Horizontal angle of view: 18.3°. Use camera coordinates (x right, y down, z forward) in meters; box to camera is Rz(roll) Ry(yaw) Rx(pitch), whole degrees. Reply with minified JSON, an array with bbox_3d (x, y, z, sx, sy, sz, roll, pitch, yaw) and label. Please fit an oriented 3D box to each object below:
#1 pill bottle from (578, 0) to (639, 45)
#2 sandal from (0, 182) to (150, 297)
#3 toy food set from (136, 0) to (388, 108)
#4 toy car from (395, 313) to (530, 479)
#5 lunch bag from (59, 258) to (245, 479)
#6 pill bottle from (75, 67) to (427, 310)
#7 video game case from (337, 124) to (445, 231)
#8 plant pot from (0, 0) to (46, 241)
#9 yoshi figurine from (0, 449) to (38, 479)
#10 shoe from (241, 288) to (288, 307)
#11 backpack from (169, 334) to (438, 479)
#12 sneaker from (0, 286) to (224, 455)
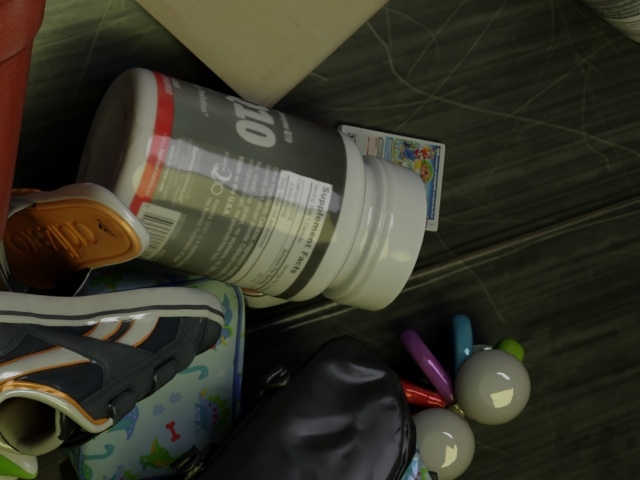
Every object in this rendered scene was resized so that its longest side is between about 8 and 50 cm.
[{"bbox_3d":[0.310,-0.283,1.857,0.318,0.176,0.176,29,99,-36],"label":"pill bottle"},{"bbox_3d":[-0.235,0.009,1.665,0.102,0.265,0.076,49,63,-14],"label":"sandal"},{"bbox_3d":[-0.062,-0.273,1.726,0.220,0.092,0.306,-41,126,10],"label":"toy food set"},{"bbox_3d":[0.120,0.152,2.016,0.136,0.159,0.182,44,90,-1],"label":"toy car"},{"bbox_3d":[-0.158,0.119,1.861,0.176,0.090,0.219,-9,118,-24],"label":"lunch bag"},{"bbox_3d":[-0.061,-0.039,1.758,0.283,0.161,0.161,16,106,-22],"label":"pill bottle"},{"bbox_3d":[0.065,-0.059,1.919,0.122,0.011,0.087,9,84,-32],"label":"video game case"},{"bbox_3d":[-0.340,-0.123,1.547,0.272,0.272,0.265,-10,127,-24],"label":"plant pot"},{"bbox_3d":[-0.360,0.220,1.761,0.204,0.203,0.362,7,100,-10],"label":"yoshi figurine"},{"bbox_3d":[0.000,0.000,1.902,0.178,0.063,0.081,-18,125,-16],"label":"shoe"},{"bbox_3d":[-0.013,0.300,1.912,0.290,0.273,0.355,-45,171,-24],"label":"backpack"},{"bbox_3d":[-0.202,0.111,1.654,0.321,0.126,0.127,-1,71,-46],"label":"sneaker"}]
